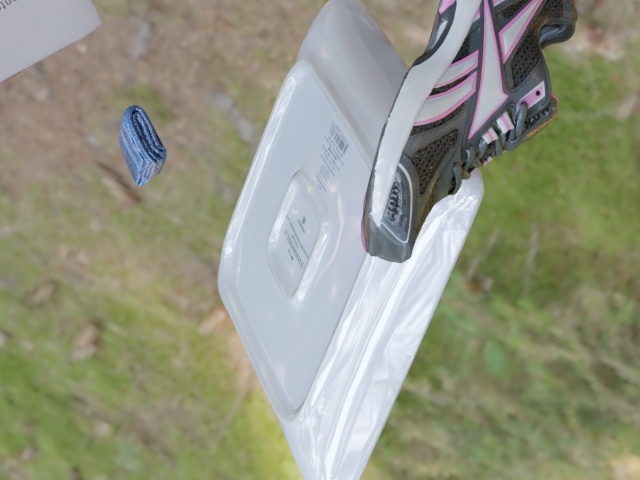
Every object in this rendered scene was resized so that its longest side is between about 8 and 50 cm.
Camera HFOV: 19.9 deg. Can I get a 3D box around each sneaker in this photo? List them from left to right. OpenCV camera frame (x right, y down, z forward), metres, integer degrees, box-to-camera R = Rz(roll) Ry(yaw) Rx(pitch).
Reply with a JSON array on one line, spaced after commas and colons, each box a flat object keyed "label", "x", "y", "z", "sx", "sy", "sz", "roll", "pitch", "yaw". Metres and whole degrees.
[{"label": "sneaker", "x": 0.079, "y": -0.067, "z": 0.917, "sx": 0.077, "sy": 0.178, "sz": 0.072, "roll": 23, "pitch": 165, "yaw": 5}]

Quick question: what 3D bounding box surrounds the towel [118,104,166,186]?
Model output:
[{"label": "towel", "x": -0.186, "y": -0.097, "z": 1.873, "sx": 0.067, "sy": 0.029, "sz": 0.119, "roll": 63, "pitch": 168, "yaw": 4}]

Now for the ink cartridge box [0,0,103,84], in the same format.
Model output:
[{"label": "ink cartridge box", "x": -0.273, "y": -0.119, "z": 0.967, "sx": 0.309, "sy": 0.130, "sz": 0.272, "roll": -7, "pitch": 115, "yaw": 48}]

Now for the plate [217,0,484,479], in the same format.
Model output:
[{"label": "plate", "x": 0.000, "y": 0.000, "z": 1.264, "sx": 0.045, "sy": 0.278, "sz": 0.277, "roll": 8, "pitch": -149, "yaw": -25}]
